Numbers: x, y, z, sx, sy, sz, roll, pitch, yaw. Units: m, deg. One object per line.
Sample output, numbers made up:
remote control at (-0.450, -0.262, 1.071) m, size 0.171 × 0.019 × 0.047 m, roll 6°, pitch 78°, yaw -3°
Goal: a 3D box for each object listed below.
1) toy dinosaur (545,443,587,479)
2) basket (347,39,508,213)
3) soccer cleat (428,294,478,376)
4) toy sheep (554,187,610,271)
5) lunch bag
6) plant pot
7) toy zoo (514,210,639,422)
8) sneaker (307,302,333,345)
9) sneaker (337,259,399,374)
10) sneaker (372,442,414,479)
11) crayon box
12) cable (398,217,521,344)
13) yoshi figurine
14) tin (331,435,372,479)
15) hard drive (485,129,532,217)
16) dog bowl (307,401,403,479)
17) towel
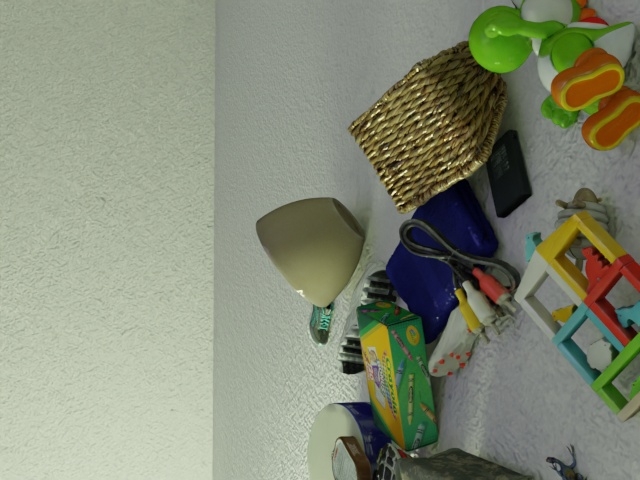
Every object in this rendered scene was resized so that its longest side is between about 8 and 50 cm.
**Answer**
toy dinosaur at (0.386, 0.372, 1.355) m, size 0.082 × 0.047 × 0.090 m, roll 123°, pitch 138°, yaw -84°
basket at (0.239, -0.220, 1.667) m, size 0.223 × 0.213 × 0.299 m, roll 58°, pitch 146°, yaw 4°
soccer cleat at (0.267, 0.186, 1.667) m, size 0.076 × 0.068 × 0.196 m, roll -104°, pitch 34°, yaw -50°
toy sheep at (0.401, -0.017, 1.317) m, size 0.091 × 0.091 × 0.132 m, roll 178°, pitch 104°, yaw -69°
lunch bag at (0.252, 0.537, 1.502) m, size 0.235 × 0.168 × 0.287 m, roll 180°, pitch 86°, yaw -65°
plant pot at (0.000, 0.000, 2.172) m, size 0.191 × 0.284 × 0.284 m, roll -39°, pitch 38°, yaw 13°
toy zoo at (0.397, 0.094, 1.245) m, size 0.293 × 0.030 × 0.192 m, roll 54°, pitch 139°, yaw 28°
sneaker at (0.004, 0.205, 2.345) m, size 0.076 × 0.065 × 0.167 m, roll 155°, pitch 115°, yaw -62°
sneaker at (0.110, 0.183, 2.033) m, size 0.118 × 0.110 × 0.292 m, roll -118°, pitch 46°, yaw -67°
sneaker at (0.174, 0.468, 1.725) m, size 0.279 × 0.118 × 0.107 m, roll 91°, pitch -170°, yaw -82°
crayon box at (0.160, 0.280, 1.799) m, size 0.165 × 0.081 × 0.279 m, roll -158°, pitch 57°, yaw -68°
cable at (0.254, 0.047, 1.575) m, size 0.287 × 0.072 × 0.139 m, roll 48°, pitch 128°, yaw 20°
yoshi figurine at (0.350, -0.286, 1.365) m, size 0.362 × 0.202 × 0.204 m, roll -107°, pitch 22°, yaw -48°
tin at (0.065, 0.491, 1.827) m, size 0.190 × 0.040 × 0.106 m, roll -133°, pitch 55°, yaw -69°
hard drive at (0.343, -0.122, 1.576) m, size 0.094 × 0.022 × 0.135 m, roll 130°, pitch 140°, yaw -56°
dog bowl at (0.076, 0.509, 1.985) m, size 0.265 × 0.104 × 0.265 m, roll -19°, pitch 68°, yaw 57°
towel at (0.248, 0.034, 1.740) m, size 0.308 × 0.076 × 0.228 m, roll -65°, pitch 36°, yaw 42°
